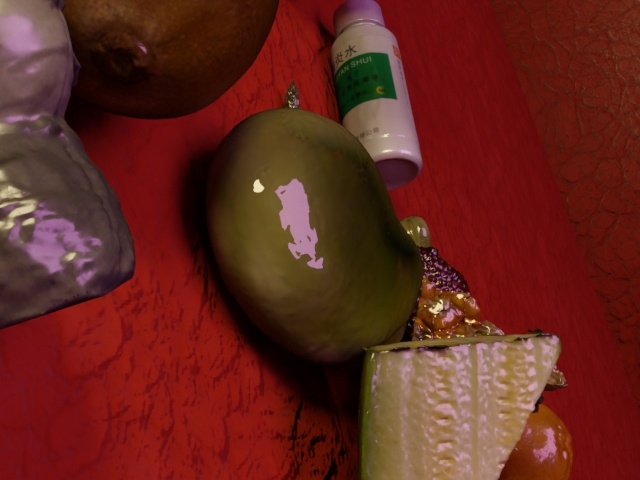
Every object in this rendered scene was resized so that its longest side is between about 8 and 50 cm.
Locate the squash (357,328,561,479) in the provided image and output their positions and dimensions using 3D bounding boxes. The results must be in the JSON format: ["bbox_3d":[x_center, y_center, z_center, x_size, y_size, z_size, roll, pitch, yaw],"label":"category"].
[{"bbox_3d":[0.112,0.230,0.838,0.111,0.203,0.288,164,-78,-69],"label":"squash"}]

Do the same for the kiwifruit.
[{"bbox_3d":[-0.122,-0.192,0.673,0.196,0.196,0.234,48,30,-40],"label":"kiwifruit"}]

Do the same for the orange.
[{"bbox_3d":[0.241,0.262,1.161,0.159,0.136,0.159,43,36,-42],"label":"orange"}]

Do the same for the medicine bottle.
[{"bbox_3d":[0.067,-0.194,1.216,0.095,0.095,0.260,37,40,-52],"label":"medicine bottle"}]

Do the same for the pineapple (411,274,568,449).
[{"bbox_3d":[0.163,0.182,0.963,0.139,0.164,0.249,-65,162,-54],"label":"pineapple"}]

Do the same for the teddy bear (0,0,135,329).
[{"bbox_3d":[-0.188,-0.060,0.500,0.171,0.144,0.250,62,13,-79],"label":"teddy bear"}]

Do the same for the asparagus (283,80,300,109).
[{"bbox_3d":[-0.013,-0.069,1.025,0.023,0.022,0.232,-6,74,-21],"label":"asparagus"}]

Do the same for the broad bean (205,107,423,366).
[{"bbox_3d":[0.000,0.000,0.872,0.291,0.119,0.238,37,49,-47],"label":"broad bean"}]

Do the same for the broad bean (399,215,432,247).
[{"bbox_3d":[0.129,0.007,1.253,0.063,0.045,0.083,-96,164,-57],"label":"broad bean"}]

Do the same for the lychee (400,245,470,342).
[{"bbox_3d":[0.110,0.070,1.061,0.123,0.123,0.129,46,40,-43],"label":"lychee"}]
